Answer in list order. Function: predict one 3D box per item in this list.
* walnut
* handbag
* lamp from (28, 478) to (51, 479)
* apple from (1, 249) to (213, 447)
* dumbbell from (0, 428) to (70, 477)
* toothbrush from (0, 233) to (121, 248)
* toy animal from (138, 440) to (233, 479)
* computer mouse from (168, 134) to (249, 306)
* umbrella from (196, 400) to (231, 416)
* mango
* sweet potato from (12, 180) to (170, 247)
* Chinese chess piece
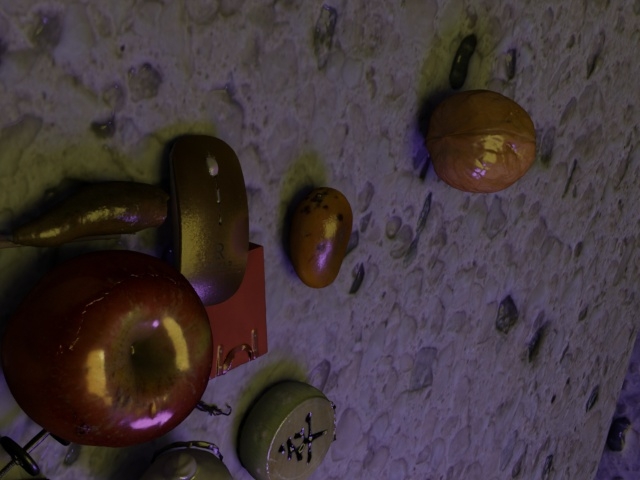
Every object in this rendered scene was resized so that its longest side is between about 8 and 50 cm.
[{"bbox_3d":[0.293,-0.180,1.779,0.225,0.193,0.193,-8,112,-44],"label":"walnut"},{"bbox_3d":[-0.144,0.108,1.486,0.127,0.063,0.190,-20,118,-43],"label":"handbag"},{"bbox_3d":[-0.422,0.491,1.305,0.089,0.090,0.325,12,96,-50],"label":"lamp"},{"bbox_3d":[-0.273,0.134,1.236,0.272,0.206,0.251,-34,118,-39],"label":"apple"},{"bbox_3d":[-0.376,0.265,1.273,0.147,0.069,0.069,-45,135,-29],"label":"dumbbell"},{"bbox_3d":[-0.394,0.007,1.177,0.354,0.024,0.029,-7,118,-48],"label":"toothbrush"},{"bbox_3d":[-0.175,0.440,1.484,0.325,0.208,0.154,47,29,-38],"label":"toy animal"},{"bbox_3d":[-0.161,-0.027,1.368,0.126,0.056,0.245,-4,94,-46],"label":"computer mouse"},{"bbox_3d":[-0.183,0.270,1.546,0.122,0.013,0.022,23,76,-50],"label":"umbrella"},{"bbox_3d":[-0.002,-0.001,1.585,0.115,0.090,0.178,-18,127,-53],"label":"mango"},{"bbox_3d":[-0.284,-0.037,1.238,0.243,0.077,0.077,-13,116,-52],"label":"sweet potato"},{"bbox_3d":[-0.055,0.339,1.673,0.188,0.083,0.188,-27,128,-41],"label":"Chinese chess piece"}]
